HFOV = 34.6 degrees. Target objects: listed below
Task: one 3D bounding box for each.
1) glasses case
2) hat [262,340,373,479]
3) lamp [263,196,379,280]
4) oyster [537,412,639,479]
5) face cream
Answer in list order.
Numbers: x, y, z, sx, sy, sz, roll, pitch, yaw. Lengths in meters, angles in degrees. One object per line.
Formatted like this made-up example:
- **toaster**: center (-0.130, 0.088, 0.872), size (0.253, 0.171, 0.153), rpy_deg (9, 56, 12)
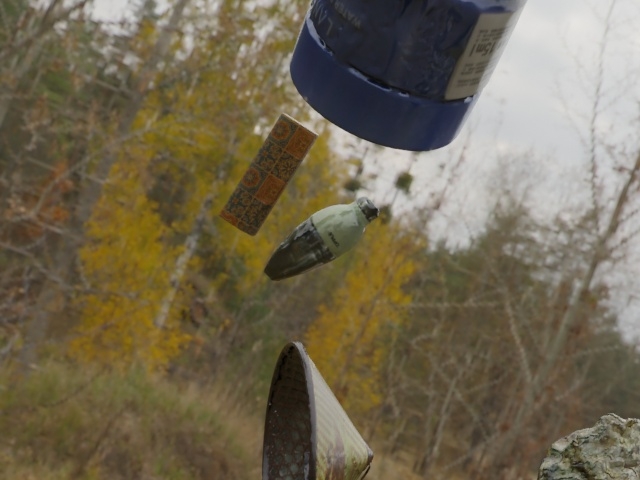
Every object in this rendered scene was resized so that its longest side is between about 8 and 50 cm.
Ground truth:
- **glasses case**: center (-0.094, -0.118, 1.846), size (0.075, 0.218, 0.049), rpy_deg (33, 7, 4)
- **hat**: center (0.006, 0.184, 0.885), size (0.082, 0.193, 0.193), rpy_deg (4, -1, -13)
- **lamp**: center (0.000, 0.000, 1.944), size (0.101, 0.250, 0.101), rpy_deg (54, 6, -9)
- **oyster**: center (0.442, 0.357, 1.510), size (0.260, 0.198, 0.092), rpy_deg (-15, -29, 2)
- **face cream**: center (0.109, -0.272, 1.296), size (0.249, 0.225, 0.249), rpy_deg (16, 36, -12)
